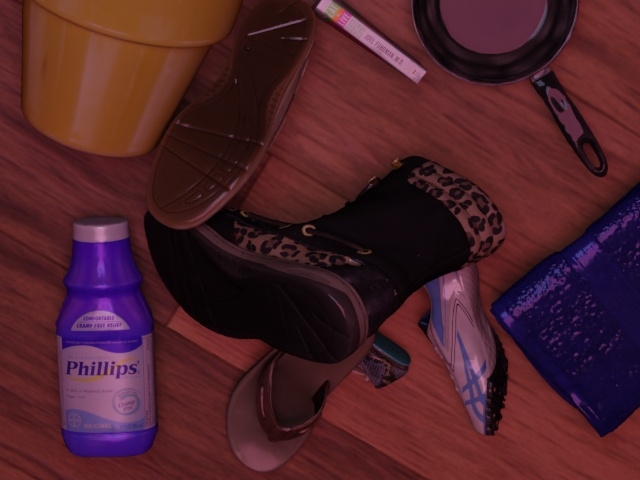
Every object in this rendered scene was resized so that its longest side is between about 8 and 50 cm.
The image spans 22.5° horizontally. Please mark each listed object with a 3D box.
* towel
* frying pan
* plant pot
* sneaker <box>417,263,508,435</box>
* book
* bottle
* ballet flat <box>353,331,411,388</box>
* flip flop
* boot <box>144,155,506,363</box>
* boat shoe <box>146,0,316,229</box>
[{"bbox_3d":[0.383,0.062,1.947,0.308,0.076,0.228,-40,107,5],"label":"towel"},{"bbox_3d":[0.255,-0.244,1.888,0.326,0.053,0.197,34,98,-10],"label":"frying pan"},{"bbox_3d":[-0.229,-0.234,1.789,0.254,0.254,0.239,17,116,-5],"label":"plant pot"},{"bbox_3d":[0.170,0.126,1.950,0.086,0.085,0.237,-8,106,26],"label":"sneaker"},{"bbox_3d":[0.055,-0.234,1.859,0.144,0.096,0.035,36,98,-9],"label":"book"},{"bbox_3d":[-0.256,0.115,1.919,0.118,0.092,0.283,-1,101,-1],"label":"bottle"},{"bbox_3d":[0.023,0.112,1.946,0.188,0.070,0.070,42,97,-6],"label":"ballet flat"},{"bbox_3d":[-0.030,0.181,1.919,0.112,0.080,0.277,34,122,-9],"label":"flip flop"},{"bbox_3d":[0.000,0.000,1.854,0.284,0.377,0.138,-28,118,-33],"label":"boot"},{"bbox_3d":[-0.093,-0.135,1.827,0.109,0.098,0.302,25,75,11],"label":"boat shoe"}]
